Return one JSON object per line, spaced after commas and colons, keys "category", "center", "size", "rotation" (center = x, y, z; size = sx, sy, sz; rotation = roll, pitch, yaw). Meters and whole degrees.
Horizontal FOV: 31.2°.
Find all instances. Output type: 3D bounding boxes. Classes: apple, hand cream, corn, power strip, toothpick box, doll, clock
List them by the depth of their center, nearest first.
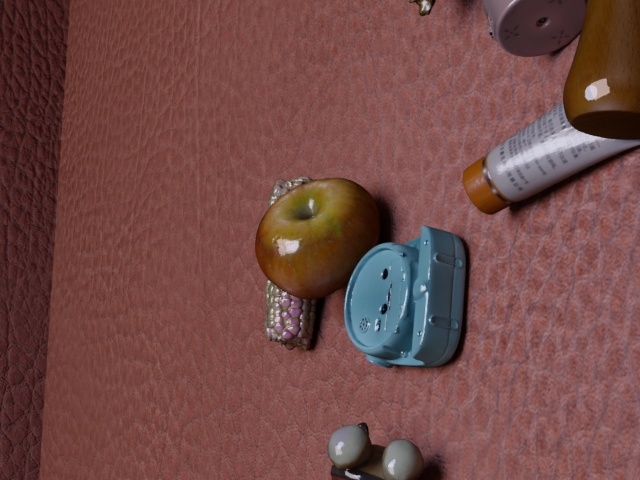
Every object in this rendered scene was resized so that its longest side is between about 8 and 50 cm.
{"category": "toothpick box", "center": [0.413, -0.294, 1.532], "size": [0.192, 0.192, 0.295], "rotation": [-9, 70, 56]}
{"category": "hand cream", "center": [0.347, -0.148, 1.684], "size": [0.314, 0.089, 0.140], "rotation": [-31, 57, 42]}
{"category": "power strip", "center": [0.324, -0.355, 1.737], "size": [0.154, 0.154, 0.078], "rotation": [-46, 45, 39]}
{"category": "doll", "center": [0.054, 0.461, 1.823], "size": [0.174, 0.235, 0.330], "rotation": [49, -121, -76]}
{"category": "clock", "center": [0.127, 0.105, 1.923], "size": [0.274, 0.094, 0.224], "rotation": [-18, 62, 53]}
{"category": "apple", "center": [0.000, 0.000, 2.061], "size": [0.234, 0.173, 0.210], "rotation": [-22, 38, 4]}
{"category": "corn", "center": [-0.049, 0.043, 2.209], "size": [0.126, 0.126, 0.335], "rotation": [-4, 78, 57]}

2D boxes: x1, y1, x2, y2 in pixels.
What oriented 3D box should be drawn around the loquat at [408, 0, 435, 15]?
{"category": "loquat", "center": [0.203, -0.505, 1.951], "size": [0.213, 0.213, 0.246], "rotation": [16, 92, 58]}
